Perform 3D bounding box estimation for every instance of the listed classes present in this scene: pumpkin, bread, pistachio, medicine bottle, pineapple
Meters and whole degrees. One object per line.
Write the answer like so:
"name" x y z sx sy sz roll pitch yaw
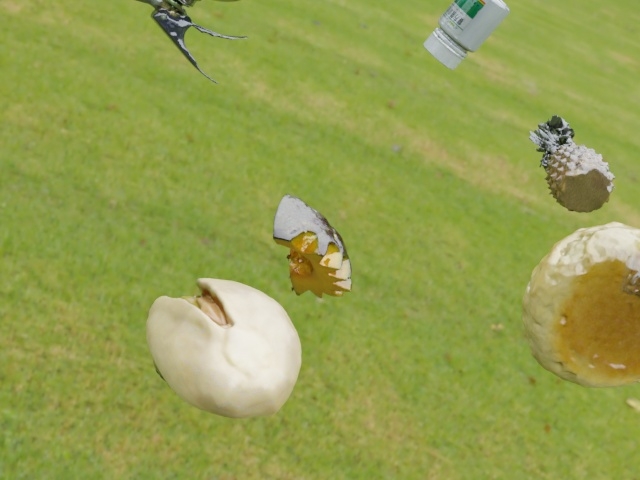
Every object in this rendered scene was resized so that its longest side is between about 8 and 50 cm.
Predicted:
"pumpkin" 0.000 0.000 1.912 0.131 0.254 0.149 4 63 13
"bread" 0.387 0.082 1.414 0.245 0.244 0.134 17 21 -10
"pistachio" -0.136 0.151 1.464 0.188 0.187 0.299 7 10 -27
"medicine bottle" 0.229 -0.340 1.641 0.080 0.130 0.080 37 19 -15
"pineapple" 0.281 -0.092 1.188 0.074 0.074 0.159 15 27 -14

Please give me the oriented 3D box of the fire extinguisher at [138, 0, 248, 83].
"fire extinguisher" -0.061 -0.310 0.883 0.135 0.337 0.114 26 8 -28

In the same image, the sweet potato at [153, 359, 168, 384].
"sweet potato" -0.230 0.215 1.715 0.075 0.075 0.273 7 4 -27
